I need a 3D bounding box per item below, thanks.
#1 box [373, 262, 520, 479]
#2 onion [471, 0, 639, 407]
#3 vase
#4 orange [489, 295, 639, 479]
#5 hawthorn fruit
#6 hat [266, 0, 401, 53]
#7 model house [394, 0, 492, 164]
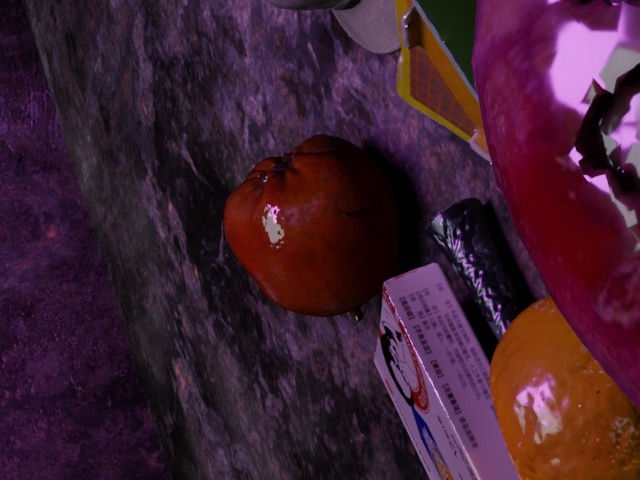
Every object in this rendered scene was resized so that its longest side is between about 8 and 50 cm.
[{"bbox_3d":[0.151,0.217,1.081,0.214,0.069,0.353,91,158,-65],"label":"box"},{"bbox_3d":[0.227,-0.065,0.435,0.345,0.358,0.358,147,107,-71],"label":"onion"},{"bbox_3d":[0.154,0.046,1.033,0.167,0.059,0.059,64,155,23],"label":"vase"},{"bbox_3d":[0.202,0.121,0.838,0.177,0.155,0.177,51,-152,-43],"label":"orange"},{"bbox_3d":[0.000,0.000,1.218,0.185,0.185,0.202,24,140,62],"label":"hawthorn fruit"},{"bbox_3d":[-0.010,-0.295,1.107,0.257,0.130,0.257,45,142,51],"label":"hat"},{"bbox_3d":[0.097,-0.171,0.695,0.357,0.242,0.313,52,166,-14],"label":"model house"}]
